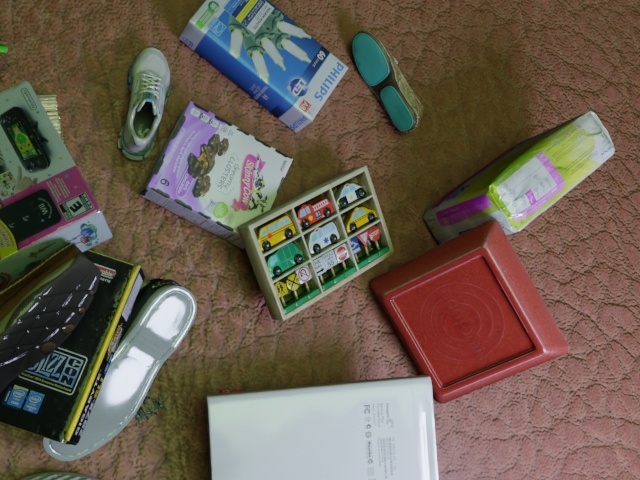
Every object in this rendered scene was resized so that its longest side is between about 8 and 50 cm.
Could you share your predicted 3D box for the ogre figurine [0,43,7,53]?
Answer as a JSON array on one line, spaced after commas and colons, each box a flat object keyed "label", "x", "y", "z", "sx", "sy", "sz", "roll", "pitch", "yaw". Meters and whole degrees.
[{"label": "ogre figurine", "x": -0.528, "y": -0.283, "z": 1.186, "sx": 0.118, "sy": 0.097, "sz": 0.197, "roll": -7, "pitch": 90, "yaw": -49}]

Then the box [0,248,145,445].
[{"label": "box", "x": -0.440, "y": 0.109, "z": 1.125, "sx": 0.322, "sy": 0.079, "sz": 0.257, "roll": 18, "pitch": 74, "yaw": 2}]

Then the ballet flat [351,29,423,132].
[{"label": "ballet flat", "x": 0.126, "y": -0.295, "z": 1.513, "sx": 0.067, "sy": 0.073, "sz": 0.206, "roll": -33, "pitch": 97, "yaw": -52}]

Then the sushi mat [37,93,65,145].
[{"label": "sushi mat", "x": -0.541, "y": -0.137, "z": 1.214, "sx": 0.316, "sy": 0.019, "sz": 0.151, "roll": -8, "pitch": 82, "yaw": -24}]

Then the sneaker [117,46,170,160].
[{"label": "sneaker", "x": -0.274, "y": -0.227, "z": 1.311, "sx": 0.071, "sy": 0.083, "sz": 0.191, "roll": 9, "pitch": 75, "yaw": -20}]

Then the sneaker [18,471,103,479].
[{"label": "sneaker", "x": -0.281, "y": 0.458, "z": 1.156, "sx": 0.366, "sy": 0.135, "sz": 0.150, "roll": 22, "pitch": 114, "yaw": 2}]

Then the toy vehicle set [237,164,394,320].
[{"label": "toy vehicle set", "x": 0.000, "y": 0.000, "z": 1.366, "sx": 0.267, "sy": 0.035, "sz": 0.166, "roll": -30, "pitch": 107, "yaw": -34}]

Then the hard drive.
[{"label": "hard drive", "x": 0.006, "y": 0.340, "z": 1.266, "sx": 0.353, "sy": 0.047, "sz": 0.233, "roll": -3, "pitch": 87, "yaw": -13}]

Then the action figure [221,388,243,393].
[{"label": "action figure", "x": -0.110, "y": 0.269, "z": 1.319, "sx": 0.115, "sy": 0.030, "sz": 0.038, "roll": 31, "pitch": 75, "yaw": -13}]

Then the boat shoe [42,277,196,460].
[{"label": "boat shoe", "x": -0.304, "y": 0.186, "z": 1.218, "sx": 0.302, "sy": 0.091, "sz": 0.114, "roll": -49, "pitch": 124, "yaw": -18}]

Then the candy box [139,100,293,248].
[{"label": "candy box", "x": -0.168, "y": -0.104, "z": 1.338, "sx": 0.196, "sy": 0.070, "sz": 0.165, "roll": 28, "pitch": 71, "yaw": -17}]

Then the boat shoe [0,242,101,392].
[{"label": "boat shoe", "x": -0.424, "y": 0.120, "z": 1.022, "sx": 0.120, "sy": 0.122, "sz": 0.324, "roll": 37, "pitch": 73, "yaw": 20}]

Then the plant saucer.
[{"label": "plant saucer", "x": 0.242, "y": 0.134, "z": 1.383, "sx": 0.258, "sy": 0.259, "sz": 0.048, "roll": 60, "pitch": 24, "yaw": -3}]

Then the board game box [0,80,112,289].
[{"label": "board game box", "x": -0.467, "y": -0.041, "z": 1.082, "sx": 0.303, "sy": 0.097, "sz": 0.224, "roll": -29, "pitch": 75, "yaw": -13}]

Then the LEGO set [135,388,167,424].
[{"label": "LEGO set", "x": -0.277, "y": 0.252, "z": 1.256, "sx": 0.083, "sy": 0.023, "sz": 0.054, "roll": 30, "pitch": 67, "yaw": -1}]

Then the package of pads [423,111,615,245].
[{"label": "package of pads", "x": 0.359, "y": -0.107, "z": 1.478, "sx": 0.296, "sy": 0.229, "sz": 0.101, "roll": -35, "pitch": 95, "yaw": -25}]

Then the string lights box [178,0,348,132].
[{"label": "string lights box", "x": -0.096, "y": -0.321, "z": 1.406, "sx": 0.259, "sy": 0.077, "sz": 0.133, "roll": 37, "pitch": 67, "yaw": -13}]
